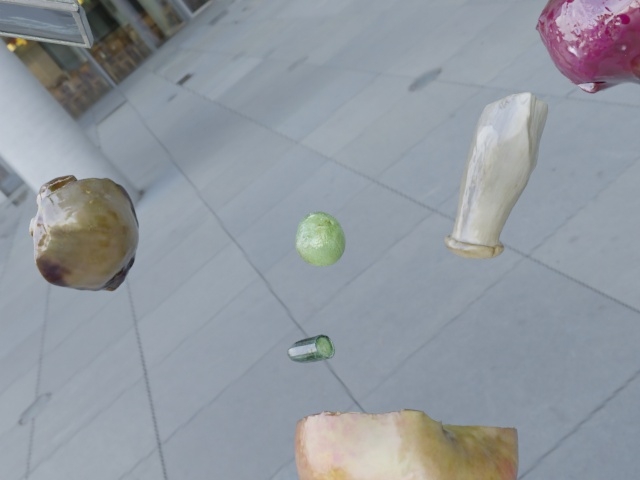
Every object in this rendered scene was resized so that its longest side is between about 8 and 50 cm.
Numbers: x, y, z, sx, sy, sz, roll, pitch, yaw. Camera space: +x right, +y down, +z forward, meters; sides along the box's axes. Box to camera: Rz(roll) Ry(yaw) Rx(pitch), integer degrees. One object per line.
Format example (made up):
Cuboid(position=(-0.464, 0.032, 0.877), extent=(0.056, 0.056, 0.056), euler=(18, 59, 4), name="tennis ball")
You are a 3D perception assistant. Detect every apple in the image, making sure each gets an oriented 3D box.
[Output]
Cuboid(position=(0.106, 0.312, 1.022), extent=(0.251, 0.293, 0.163), euler=(-25, 56, 50), name="apple")

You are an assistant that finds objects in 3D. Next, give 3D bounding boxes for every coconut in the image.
Cuboid(position=(0.000, 0.000, 1.320), extent=(0.088, 0.096, 0.087), euler=(-5, 54, 7), name="coconut")

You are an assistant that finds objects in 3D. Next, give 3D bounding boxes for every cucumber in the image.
Cuboid(position=(-0.025, 0.208, 1.523), extent=(0.105, 0.048, 0.048), euler=(-20, 28, 42), name="cucumber")

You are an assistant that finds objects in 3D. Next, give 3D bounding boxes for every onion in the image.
Cuboid(position=(0.658, -0.394, 1.563), extent=(0.398, 0.420, 0.398), euler=(-23, -19, -8), name="onion")

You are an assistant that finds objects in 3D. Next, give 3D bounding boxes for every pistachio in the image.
Cuboid(position=(-0.325, -0.005, 1.129), extent=(0.131, 0.210, 0.165), euler=(29, 68, 36), name="pistachio")

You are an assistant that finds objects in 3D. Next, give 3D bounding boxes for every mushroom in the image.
Cuboid(position=(0.240, -0.092, 1.102), extent=(0.108, 0.096, 0.247), euler=(51, 132, 53), name="mushroom")

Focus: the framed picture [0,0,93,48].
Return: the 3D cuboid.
Cuboid(position=(-0.470, -0.359, 1.301), extent=(0.260, 0.189, 0.023), euler=(-174, 89, -79), name="framed picture")
